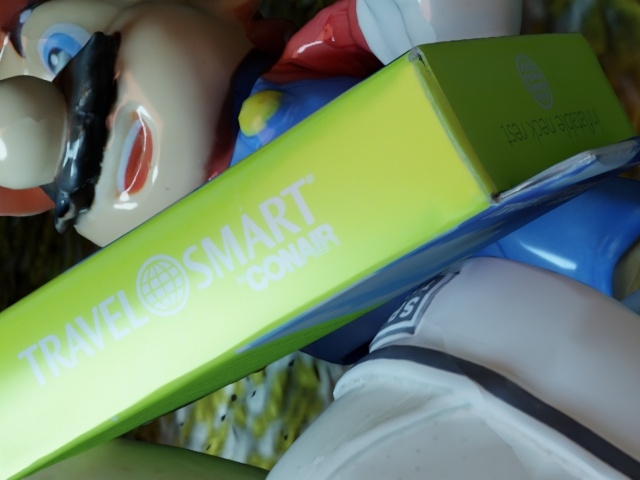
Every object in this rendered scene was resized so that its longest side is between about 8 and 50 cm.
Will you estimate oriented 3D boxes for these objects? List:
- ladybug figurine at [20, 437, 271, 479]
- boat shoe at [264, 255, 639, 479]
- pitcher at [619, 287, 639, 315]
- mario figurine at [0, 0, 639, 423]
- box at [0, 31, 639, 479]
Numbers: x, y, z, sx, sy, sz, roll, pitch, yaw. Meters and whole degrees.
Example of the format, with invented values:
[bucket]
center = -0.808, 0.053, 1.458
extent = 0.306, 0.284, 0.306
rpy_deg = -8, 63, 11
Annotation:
[ladybug figurine]
center = 0.000, 0.240, 0.456
extent = 0.449, 0.162, 0.305
rpy_deg = 40, 95, 19
[boat shoe]
center = 0.121, 0.161, 0.294
extent = 0.367, 0.156, 0.136
rpy_deg = 37, 158, 14
[pitcher]
center = 0.170, 0.048, 0.361
extent = 0.207, 0.125, 0.177
rpy_deg = 45, 122, 14
[mario figurine]
center = -0.027, -0.007, 0.524
extent = 0.321, 0.170, 0.198
rpy_deg = 28, 76, 31
[box]
center = 0.000, 0.000, 0.404
extent = 0.178, 0.109, 0.042
rpy_deg = -30, 84, 28
